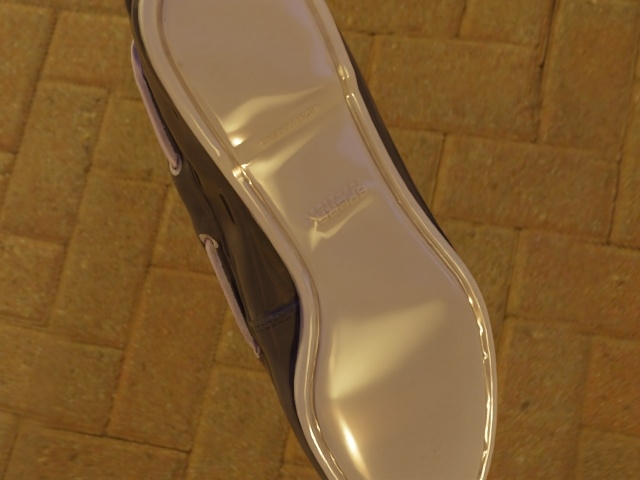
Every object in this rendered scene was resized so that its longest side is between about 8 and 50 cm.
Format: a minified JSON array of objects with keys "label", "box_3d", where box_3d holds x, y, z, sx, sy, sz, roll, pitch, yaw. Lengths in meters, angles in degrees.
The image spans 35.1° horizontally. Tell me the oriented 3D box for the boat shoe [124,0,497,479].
[{"label":"boat shoe","box_3d":[0.000,0.000,0.508,0.112,0.095,0.335,-27,113,-10]}]
